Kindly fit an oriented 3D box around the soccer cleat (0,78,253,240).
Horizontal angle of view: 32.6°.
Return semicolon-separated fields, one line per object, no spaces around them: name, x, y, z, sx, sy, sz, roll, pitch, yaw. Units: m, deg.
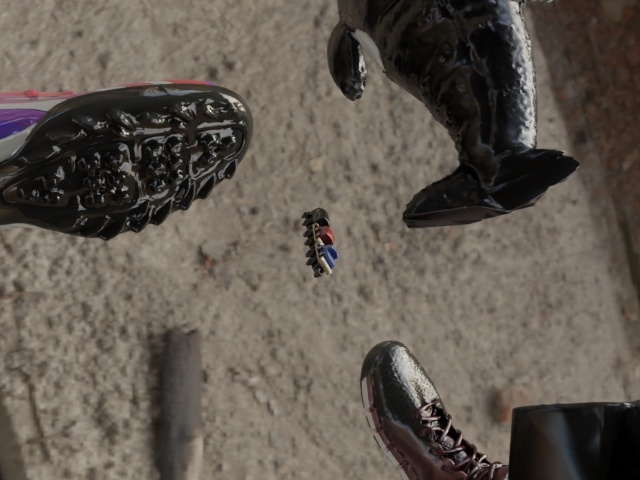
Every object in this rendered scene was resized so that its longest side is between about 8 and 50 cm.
soccer cleat;-0.200;-0.054;0.671;0.318;0.108;0.116;-18;48;-16

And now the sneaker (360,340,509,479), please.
sneaker;0.159;0.225;1.155;0.106;0.162;0.281;-25;93;-45

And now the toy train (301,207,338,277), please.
toy train;0.000;0.000;1.304;0.027;0.036;0.158;59;10;-24

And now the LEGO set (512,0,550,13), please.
LEGO set;0.078;-0.128;0.514;0.083;0.054;0.023;21;85;5

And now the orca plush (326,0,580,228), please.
orca plush;0.035;-0.132;0.595;0.102;0.151;0.287;30;45;-38

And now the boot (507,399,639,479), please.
boot;0.380;0.175;0.929;0.445;0.367;0.146;25;54;-63
